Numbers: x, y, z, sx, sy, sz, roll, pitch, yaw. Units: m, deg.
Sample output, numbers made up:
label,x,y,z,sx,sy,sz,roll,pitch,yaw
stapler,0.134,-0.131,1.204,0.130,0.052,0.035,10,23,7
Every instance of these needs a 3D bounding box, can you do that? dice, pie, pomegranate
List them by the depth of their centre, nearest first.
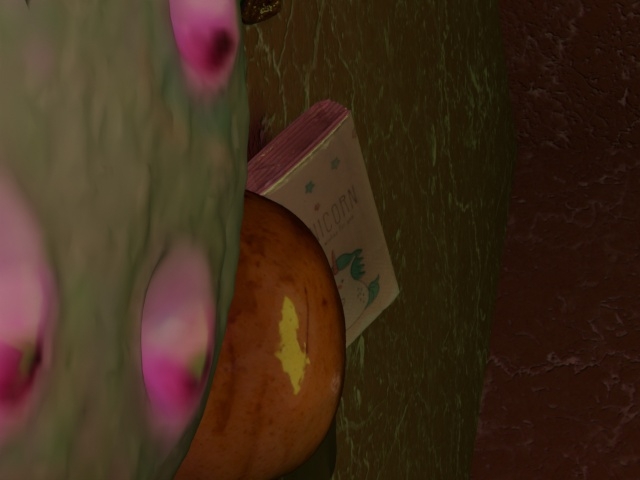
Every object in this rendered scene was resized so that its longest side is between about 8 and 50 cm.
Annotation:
label,x,y,z,sx,sy,sz,roll,pitch,yaw
dice,-0.220,-0.052,0.446,0.322,0.319,0.330,23,70,-72
pomegranate,-0.105,0.088,0.924,0.264,0.264,0.264,1,90,-73
pie,-0.083,-0.312,1.348,0.191,0.033,0.088,79,28,-49

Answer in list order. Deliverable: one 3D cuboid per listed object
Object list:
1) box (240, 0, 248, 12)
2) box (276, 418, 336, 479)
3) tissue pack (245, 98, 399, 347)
label,x,y,z,sx,sy,sz,roll,pitch,yaw
box,-0.115,-0.177,0.914,0.134,0.097,0.345,-55,-170,27
box,-0.052,0.226,1.370,0.201,0.090,0.144,-30,119,-70
tissue pack,0.000,0.000,1.470,0.170,0.071,0.325,-43,140,-23
